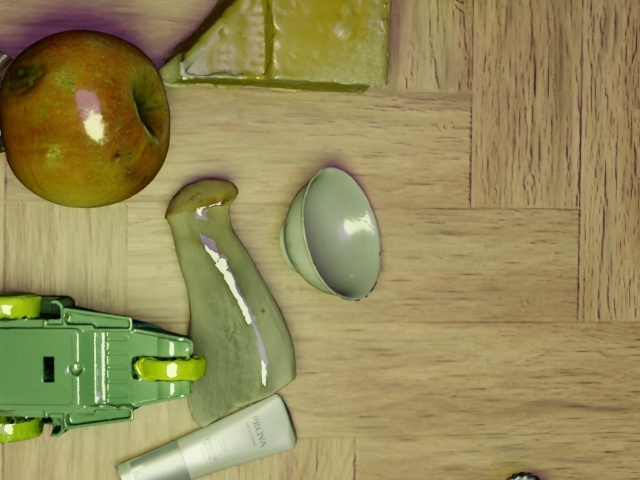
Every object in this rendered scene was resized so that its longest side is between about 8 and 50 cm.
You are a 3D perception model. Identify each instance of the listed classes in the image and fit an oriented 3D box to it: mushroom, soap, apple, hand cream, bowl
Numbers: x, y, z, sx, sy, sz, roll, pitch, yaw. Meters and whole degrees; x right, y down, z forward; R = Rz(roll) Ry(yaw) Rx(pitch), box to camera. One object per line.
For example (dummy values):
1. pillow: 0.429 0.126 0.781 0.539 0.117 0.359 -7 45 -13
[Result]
1. mushroom: -0.139 0.080 1.756 0.159 0.122 0.329 -17 93 -17
2. soap: -0.061 -0.375 1.736 0.304 0.169 0.339 2 90 -18
3. apple: -0.314 -0.156 1.673 0.207 0.237 0.237 -5 92 17
4. hand cream: -0.159 0.295 1.792 0.255 0.048 0.079 -20 92 -8
5. bowl: 0.000 0.000 1.776 0.086 0.189 0.189 -14 94 34

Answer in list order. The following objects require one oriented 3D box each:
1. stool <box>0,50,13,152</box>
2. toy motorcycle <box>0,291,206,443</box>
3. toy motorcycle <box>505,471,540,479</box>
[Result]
1. stool: -0.464 -0.205 1.704 0.217 0.125 0.121 38 84 -17
2. toy motorcycle: -0.307 0.163 1.706 0.326 0.200 0.191 0 91 3
3. toy motorcycle: 0.235 0.419 1.839 0.213 0.082 0.122 -23 88 5
